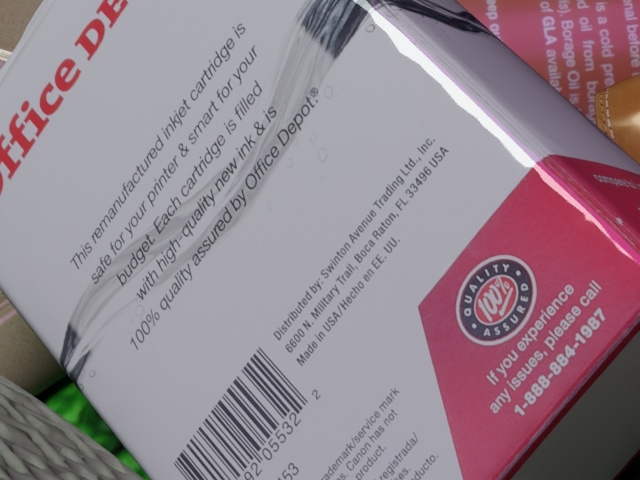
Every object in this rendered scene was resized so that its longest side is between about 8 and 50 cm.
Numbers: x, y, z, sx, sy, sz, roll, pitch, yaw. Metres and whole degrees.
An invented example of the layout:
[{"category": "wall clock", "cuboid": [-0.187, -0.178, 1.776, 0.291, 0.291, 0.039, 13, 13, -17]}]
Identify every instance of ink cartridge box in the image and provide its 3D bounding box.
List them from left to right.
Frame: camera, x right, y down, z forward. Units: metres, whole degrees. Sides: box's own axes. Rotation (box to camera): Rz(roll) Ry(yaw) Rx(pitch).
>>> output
[{"category": "ink cartridge box", "cuboid": [0.000, 0.000, 0.558, 0.237, 0.100, 0.172, 47, 110, 27]}]

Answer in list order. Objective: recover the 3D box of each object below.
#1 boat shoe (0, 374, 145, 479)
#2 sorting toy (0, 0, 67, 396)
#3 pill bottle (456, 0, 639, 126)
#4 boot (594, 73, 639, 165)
[{"category": "boat shoe", "cuboid": [-0.075, 0.143, 0.420, 0.500, 0.187, 0.156, 34, 91, 10]}, {"category": "sorting toy", "cuboid": [-0.176, -0.025, 0.701, 0.307, 0.041, 0.229, -34, 69, -20]}, {"category": "pill bottle", "cuboid": [0.132, -0.064, 0.657, 0.216, 0.121, 0.121, -5, 49, 4]}, {"category": "boot", "cuboid": [0.224, 0.038, 0.540, 0.220, 0.283, 0.109, -18, 3, 20]}]
